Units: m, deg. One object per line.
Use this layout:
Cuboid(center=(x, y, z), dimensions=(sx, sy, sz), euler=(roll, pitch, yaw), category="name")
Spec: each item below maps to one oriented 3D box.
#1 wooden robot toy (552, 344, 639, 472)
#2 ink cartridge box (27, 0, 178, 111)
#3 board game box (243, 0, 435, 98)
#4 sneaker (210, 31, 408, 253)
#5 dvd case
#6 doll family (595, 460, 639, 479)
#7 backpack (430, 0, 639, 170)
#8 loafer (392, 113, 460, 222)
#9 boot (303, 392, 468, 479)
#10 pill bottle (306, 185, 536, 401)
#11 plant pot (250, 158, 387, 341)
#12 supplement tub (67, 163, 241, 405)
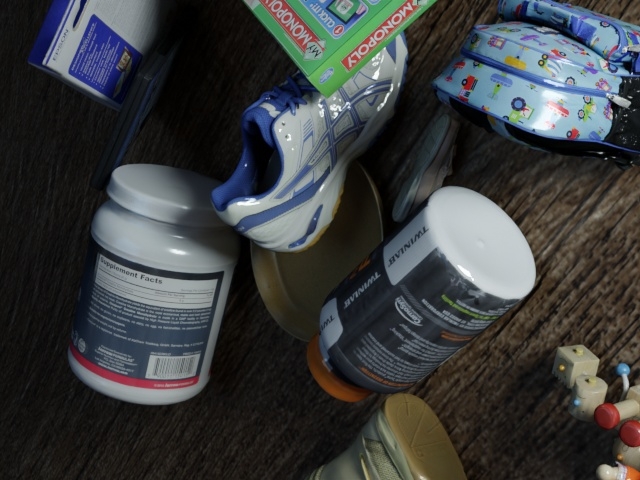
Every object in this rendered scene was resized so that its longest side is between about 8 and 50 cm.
Cuboid(center=(0.255, 0.163, 0.810), dimensions=(0.173, 0.076, 0.079), euler=(35, 127, 44), category="wooden robot toy")
Cuboid(center=(-0.271, -0.270, 1.202), dimensions=(0.371, 0.069, 0.175), euler=(11, -77, -89), category="ink cartridge box")
Cuboid(center=(0.002, -0.320, 1.031), dimensions=(0.213, 0.046, 0.317), euler=(-42, 53, 8), category="board game box")
Cuboid(center=(-0.011, -0.131, 1.026), dimensions=(0.112, 0.131, 0.296), euler=(23, 89, 45), category="sneaker")
Cuboid(center=(-0.231, -0.195, 1.280), dimensions=(0.180, 0.022, 0.253), euler=(-59, 10, 31), category="dvd case")
Cuboid(center=(0.311, 0.233, 0.657), dimensions=(0.263, 0.163, 0.118), euler=(45, 142, 15), category="doll family")
Cuboid(center=(0.186, -0.138, 0.803), dimensions=(0.158, 0.173, 0.117), euler=(37, 118, 43), category="backpack")
Cuboid(center=(0.116, -0.070, 0.994), dimensions=(0.045, 0.039, 0.125), euler=(-97, 30, -63), category="loafer")
Cuboid(center=(0.077, 0.318, 0.990), dimensions=(0.203, 0.095, 0.262), euler=(-48, 54, 37), category="boot")
Cuboid(center=(0.085, 0.067, 0.953), dimensions=(0.245, 0.130, 0.130), euler=(-46, 57, 38), category="pill bottle")
Cuboid(center=(0.000, 0.000, 1.126), dimensions=(0.236, 0.032, 0.236), euler=(1, 92, 50), category="plant pot")
Cuboid(center=(-0.211, 0.056, 1.247), dimensions=(0.191, 0.191, 0.272), euler=(32, 114, 44), category="supplement tub")
